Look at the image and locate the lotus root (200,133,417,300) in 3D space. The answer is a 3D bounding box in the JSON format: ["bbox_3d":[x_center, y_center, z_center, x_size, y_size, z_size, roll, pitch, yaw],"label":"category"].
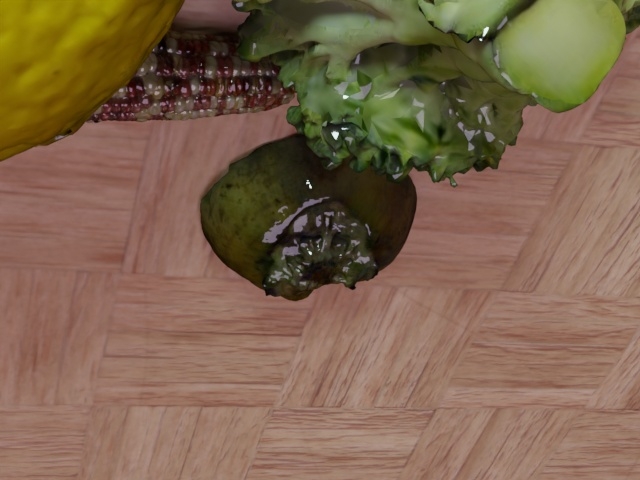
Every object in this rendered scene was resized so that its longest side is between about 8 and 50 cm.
[{"bbox_3d":[-0.003,-0.002,0.997,0.183,0.078,0.203,-40,133,24],"label":"lotus root"}]

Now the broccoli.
[{"bbox_3d":[0.104,-0.197,0.740,0.334,0.272,0.324,47,70,-36],"label":"broccoli"}]

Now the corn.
[{"bbox_3d":[-0.133,-0.125,0.841,0.237,0.079,0.079,-1,134,-20],"label":"corn"}]

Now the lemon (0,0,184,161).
[{"bbox_3d":[-0.228,-0.209,0.532,0.350,0.350,0.387,-33,142,17],"label":"lemon"}]
